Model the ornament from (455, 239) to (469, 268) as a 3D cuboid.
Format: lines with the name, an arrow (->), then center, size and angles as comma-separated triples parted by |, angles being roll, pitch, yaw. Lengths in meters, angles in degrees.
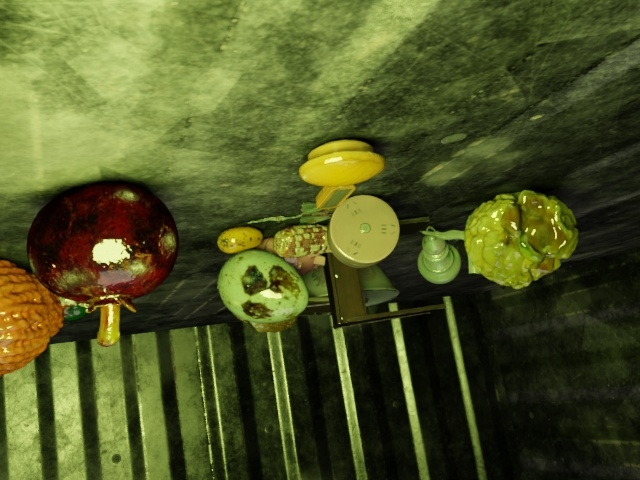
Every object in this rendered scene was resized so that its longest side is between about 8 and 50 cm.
ornament -> 0.566, -0.016, 1.916 | 0.251, 0.106, 0.260 | -11, 162, -27

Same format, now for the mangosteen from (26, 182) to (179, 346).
mangosteen -> -0.345, 0.039, 1.026 | 0.235, 0.261, 0.235 | -7, 169, -1

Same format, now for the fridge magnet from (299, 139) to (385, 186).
fridge magnet -> 0.035, -0.123, 1.038 | 0.143, 0.063, 0.143 | -7, 168, -2

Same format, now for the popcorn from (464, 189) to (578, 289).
popcorn -> 0.487, -0.013, 1.549 | 0.270, 0.224, 0.258 | 14, 138, -43

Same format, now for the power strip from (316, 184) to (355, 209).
power strip -> 0.032, -0.098, 1.240 | 0.049, 0.028, 0.178 | -6, 168, -16

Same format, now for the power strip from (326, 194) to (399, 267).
power strip -> 0.088, -0.020, 1.365 | 0.154, 0.154, 0.078 | -8, 171, -7

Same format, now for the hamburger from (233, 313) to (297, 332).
hamburger -> -0.168, 0.186, 2.000 | 0.132, 0.211, 0.309 | -12, 170, 37

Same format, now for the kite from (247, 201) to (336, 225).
kite -> -0.042, -0.054, 1.439 | 0.250, 0.012, 0.229 | -6, 167, -8

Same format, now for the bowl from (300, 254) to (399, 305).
bowl -> 0.060, 0.118, 1.952 | 0.345, 0.157, 0.345 | -8, 165, -2

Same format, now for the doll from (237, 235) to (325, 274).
doll -> -0.102, 0.040, 1.622 | 0.211, 0.093, 0.262 | -11, 158, 33

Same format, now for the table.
table -> 0.157, 0.087, 1.680 | 0.282, 0.251, 0.196 | -7, 168, -5

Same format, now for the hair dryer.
hair dryer -> 0.368, 0.021, 1.729 | 0.199, 0.167, 0.067 | -17, 160, 34

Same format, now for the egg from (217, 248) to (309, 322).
egg -> -0.133, 0.111, 1.480 | 0.231, 0.169, 0.169 | 17, 178, 22

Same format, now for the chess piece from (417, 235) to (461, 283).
chess piece -> 0.353, 0.034, 1.945 | 0.139, 0.139, 0.272 | -12, 156, 12

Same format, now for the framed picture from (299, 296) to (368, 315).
framed picture -> -0.035, 0.195, 1.863 | 0.289, 0.016, 0.213 | 4, 162, -32

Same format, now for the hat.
hat -> -0.703, 0.134, 1.444 | 0.285, 0.285, 0.400 | -13, -165, 18

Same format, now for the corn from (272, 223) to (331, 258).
corn -> 0.000, 0.000, 1.520 | 0.237, 0.079, 0.079 | -2, 166, -32

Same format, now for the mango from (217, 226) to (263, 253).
mango -> -0.184, -0.001, 1.463 | 0.114, 0.057, 0.079 | -4, 160, -39
